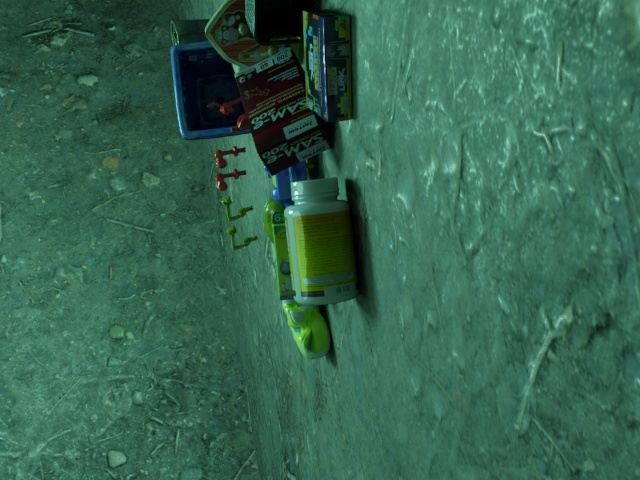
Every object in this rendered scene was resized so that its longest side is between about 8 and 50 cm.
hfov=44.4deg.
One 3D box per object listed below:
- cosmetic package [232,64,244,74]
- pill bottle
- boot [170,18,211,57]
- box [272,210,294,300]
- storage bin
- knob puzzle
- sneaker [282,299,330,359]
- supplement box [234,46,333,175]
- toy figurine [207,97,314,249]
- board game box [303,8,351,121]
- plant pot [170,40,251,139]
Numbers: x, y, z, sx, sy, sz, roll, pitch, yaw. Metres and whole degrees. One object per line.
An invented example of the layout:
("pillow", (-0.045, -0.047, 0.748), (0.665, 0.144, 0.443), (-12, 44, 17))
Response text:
("cosmetic package", (-0.117, -0.489, 1.583), (0.296, 0.129, 0.153), (98, 158, -50))
("pill bottle", (0.000, 0.000, 1.377), (0.117, 0.117, 0.214), (-168, 71, -76))
("boot", (-0.302, -0.592, 2.128), (0.076, 0.209, 0.189), (173, 89, -76))
("box", (-0.040, 0.026, 1.584), (0.043, 0.105, 0.179), (-135, 39, -79))
("storage bin", (-0.068, -0.452, 1.408), (0.084, 0.122, 0.180), (-112, 20, -48))
("knob puzzle", (-0.125, -0.403, 1.519), (0.213, 0.213, 0.030), (97, 161, -47))
("sneaker", (-0.046, 0.145, 1.706), (0.126, 0.091, 0.240), (125, 136, -71))
("supplement box", (-0.074, -0.249, 1.497), (0.073, 0.130, 0.239), (55, -168, -51))
("toy figurine", (-0.100, -0.121, 1.613), (0.217, 0.191, 0.362), (-140, 44, -64))
("board game box", (0.010, -0.298, 1.327), (0.141, 0.048, 0.170), (-126, 31, -66))
("plant pot", (-0.252, -0.376, 2.008), (0.212, 0.236, 0.235), (-170, 73, -82))
